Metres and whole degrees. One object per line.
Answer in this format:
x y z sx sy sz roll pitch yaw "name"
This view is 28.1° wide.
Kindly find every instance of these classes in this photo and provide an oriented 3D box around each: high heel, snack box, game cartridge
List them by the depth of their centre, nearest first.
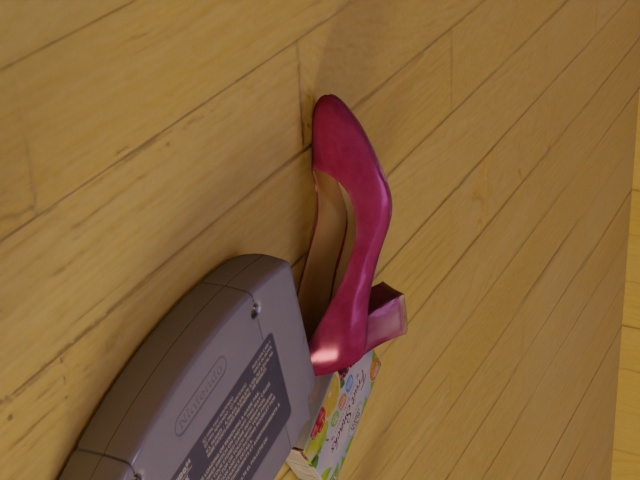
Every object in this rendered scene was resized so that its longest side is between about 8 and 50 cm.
-0.096 0.156 0.971 0.297 0.062 0.198 -55 142 -41 "game cartridge"
0.000 0.000 1.118 0.117 0.082 0.244 -22 118 -22 "high heel"
0.008 0.152 1.207 0.141 0.037 0.100 -67 154 -25 "snack box"
